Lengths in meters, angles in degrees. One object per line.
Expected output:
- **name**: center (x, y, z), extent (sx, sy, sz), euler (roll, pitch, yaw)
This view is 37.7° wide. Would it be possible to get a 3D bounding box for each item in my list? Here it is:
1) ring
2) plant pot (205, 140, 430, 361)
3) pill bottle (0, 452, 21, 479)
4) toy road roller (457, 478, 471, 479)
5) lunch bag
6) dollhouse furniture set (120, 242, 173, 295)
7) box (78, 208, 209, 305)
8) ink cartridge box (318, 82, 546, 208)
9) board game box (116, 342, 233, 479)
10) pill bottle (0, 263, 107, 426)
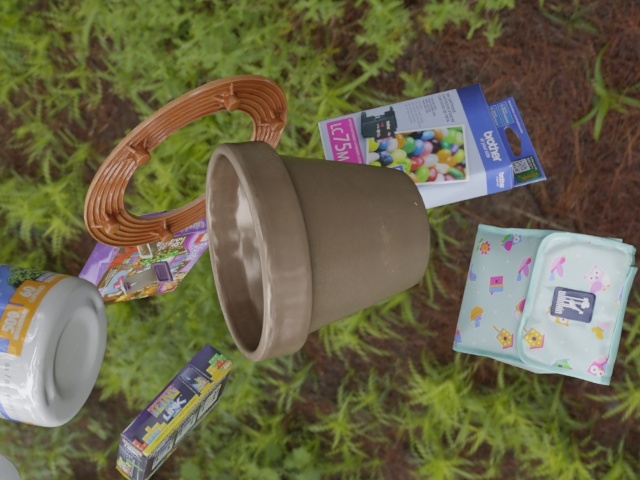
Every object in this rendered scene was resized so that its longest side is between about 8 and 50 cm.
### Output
- **ring**: center (-0.178, -0.099, 1.320), extent (0.032, 0.337, 0.336), euler (52, 141, 19)
- **plant pot**: center (0.000, 0.000, 1.140), extent (0.263, 0.229, 0.262), euler (171, 90, -70)
- **pill bottle**: center (-0.549, 0.362, 1.211), extent (0.319, 0.176, 0.176), euler (-15, 120, 21)
- **toy road roller**: center (0.137, 0.471, 1.246), extent (0.330, 0.240, 0.202), euler (4, 114, -24)
- **lunch bag**: center (0.356, 0.096, 1.459), extent (0.160, 0.223, 0.262), euler (17, 175, -38)
- **dollhouse furniture set**: center (-0.307, 0.029, 1.491), extent (0.091, 0.081, 0.114), euler (-7, 103, 44)
- **box**: center (-0.325, 0.033, 1.735), extent (0.293, 0.201, 0.057), euler (-45, 63, 52)
- **ink cartridge box**: center (0.163, -0.136, 1.410), extent (0.311, 0.185, 0.065), euler (-12, 141, 1)
- **board game box**: center (-0.196, 0.234, 1.248), extent (0.048, 0.170, 0.141), euler (37, 147, 10)
- **pill bottle**: center (-0.371, 0.091, 0.951), extent (0.272, 0.152, 0.152), euler (9, 132, 11)
